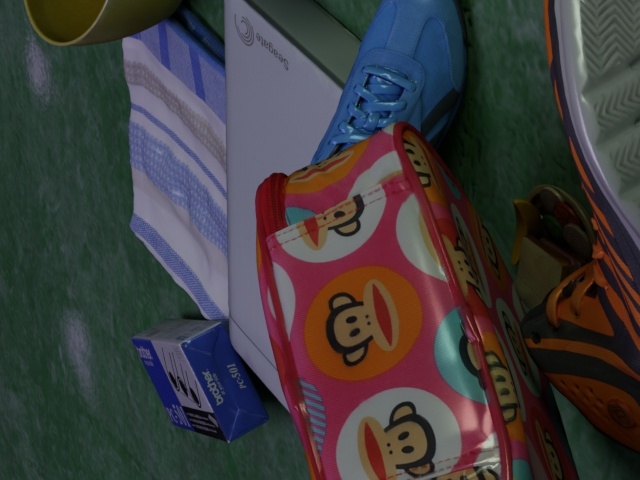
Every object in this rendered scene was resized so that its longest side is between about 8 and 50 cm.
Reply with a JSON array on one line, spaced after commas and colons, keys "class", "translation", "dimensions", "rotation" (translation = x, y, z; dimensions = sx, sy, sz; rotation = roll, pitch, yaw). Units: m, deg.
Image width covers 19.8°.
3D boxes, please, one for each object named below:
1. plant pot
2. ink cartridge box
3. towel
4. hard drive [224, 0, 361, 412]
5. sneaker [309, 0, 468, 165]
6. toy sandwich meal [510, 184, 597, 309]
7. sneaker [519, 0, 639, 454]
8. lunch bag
[{"class": "plant pot", "translation": [-0.164, -0.218, 1.473], "dimensions": [0.134, 0.095, 0.134], "rotation": [-4, 85, 48]}, {"class": "ink cartridge box", "translation": [-0.112, 0.123, 1.656], "dimensions": [0.097, 0.046, 0.207], "rotation": [64, 164, -6]}, {"class": "towel", "translation": [-0.113, -0.067, 1.579], "dimensions": [0.209, 0.034, 0.285], "rotation": [46, 145, 40]}, {"class": "hard drive", "translation": [0.000, 0.000, 1.382], "dimensions": [0.233, 0.047, 0.353], "rotation": [46, 145, 41]}, {"class": "sneaker", "translation": [0.036, -0.065, 1.153], "dimensions": [0.069, 0.082, 0.209], "rotation": [24, 110, 16]}, {"class": "toy sandwich meal", "translation": [0.140, 0.007, 1.121], "dimensions": [0.085, 0.029, 0.086], "rotation": [44, 145, 43]}, {"class": "sneaker", "translation": [0.159, -0.006, 0.962], "dimensions": [0.180, 0.124, 0.321], "rotation": [-9, 100, 64]}, {"class": "lunch bag", "translation": [0.076, 0.102, 1.042], "dimensions": [0.258, 0.120, 0.293], "rotation": [44, -152, -57]}]
